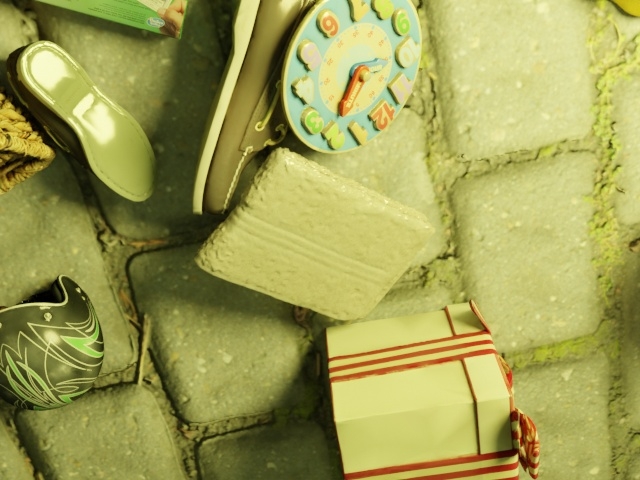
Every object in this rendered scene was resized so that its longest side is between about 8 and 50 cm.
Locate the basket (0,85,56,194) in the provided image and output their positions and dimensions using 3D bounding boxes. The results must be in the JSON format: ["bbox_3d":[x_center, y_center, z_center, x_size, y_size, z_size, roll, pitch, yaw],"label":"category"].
[{"bbox_3d":[-0.483,-0.074,0.986,0.299,0.213,0.223,-28,117,9],"label":"basket"}]

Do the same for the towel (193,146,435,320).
[{"bbox_3d":[0.000,0.000,1.135,0.282,0.049,0.187,24,113,-37],"label":"towel"}]

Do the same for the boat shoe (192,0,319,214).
[{"bbox_3d":[-0.075,-0.168,1.038,0.097,0.116,0.324,14,111,-11],"label":"boat shoe"}]

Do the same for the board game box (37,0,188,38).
[{"bbox_3d":[-0.281,-0.362,0.949,0.317,0.046,0.213,13,115,-12],"label":"board game box"}]

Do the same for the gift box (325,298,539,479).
[{"bbox_3d":[0.149,0.234,1.198,0.258,0.255,0.276,-8,122,0],"label":"gift box"}]

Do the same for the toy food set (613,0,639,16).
[{"bbox_3d":[0.433,-0.336,1.032,0.218,0.071,0.128,-9,152,5],"label":"toy food set"}]

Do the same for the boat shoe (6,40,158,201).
[{"bbox_3d":[-0.280,-0.139,1.058,0.081,0.069,0.227,-51,124,-24],"label":"boat shoe"}]

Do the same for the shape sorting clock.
[{"bbox_3d":[0.041,-0.196,1.019,0.206,0.040,0.206,-27,135,-31],"label":"shape sorting clock"}]

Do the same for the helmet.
[{"bbox_3d":[-0.360,0.137,1.141,0.169,0.161,0.169,-3,118,-5],"label":"helmet"}]
